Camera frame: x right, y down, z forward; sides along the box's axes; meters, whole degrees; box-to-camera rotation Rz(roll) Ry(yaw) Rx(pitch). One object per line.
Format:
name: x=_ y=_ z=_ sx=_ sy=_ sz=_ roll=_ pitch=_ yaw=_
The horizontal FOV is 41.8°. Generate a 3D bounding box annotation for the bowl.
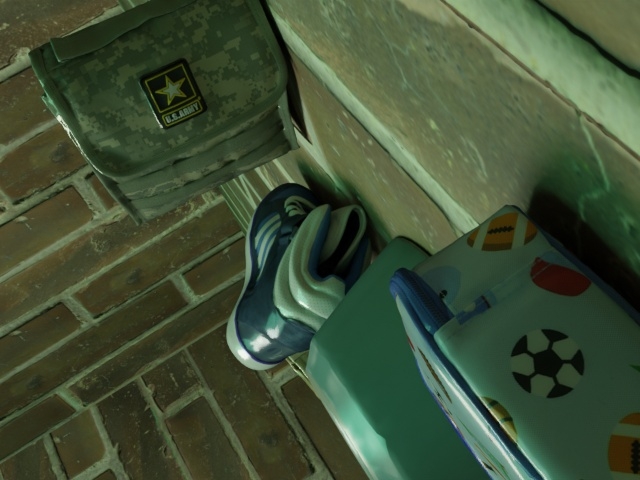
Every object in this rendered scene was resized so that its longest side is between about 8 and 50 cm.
bowl: x=0.096 y=0.168 z=0.884 sx=0.311 sy=0.163 sz=0.311 roll=57 pitch=172 yaw=12

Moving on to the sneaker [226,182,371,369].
sneaker: x=0.000 y=0.000 z=1.080 sx=0.130 sy=0.236 sz=0.322 roll=33 pitch=-136 yaw=-18

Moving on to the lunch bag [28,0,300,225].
lunch bag: x=-0.163 y=-0.164 z=0.932 sx=0.169 sy=0.235 sz=0.287 roll=62 pitch=175 yaw=18

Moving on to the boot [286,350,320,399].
boot: x=0.002 y=0.123 z=1.309 sx=0.213 sy=0.165 sz=0.077 roll=54 pitch=171 yaw=21

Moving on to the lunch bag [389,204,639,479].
lunch bag: x=0.165 y=0.139 z=0.507 sx=0.303 sy=0.115 sz=0.243 roll=56 pitch=175 yaw=25
